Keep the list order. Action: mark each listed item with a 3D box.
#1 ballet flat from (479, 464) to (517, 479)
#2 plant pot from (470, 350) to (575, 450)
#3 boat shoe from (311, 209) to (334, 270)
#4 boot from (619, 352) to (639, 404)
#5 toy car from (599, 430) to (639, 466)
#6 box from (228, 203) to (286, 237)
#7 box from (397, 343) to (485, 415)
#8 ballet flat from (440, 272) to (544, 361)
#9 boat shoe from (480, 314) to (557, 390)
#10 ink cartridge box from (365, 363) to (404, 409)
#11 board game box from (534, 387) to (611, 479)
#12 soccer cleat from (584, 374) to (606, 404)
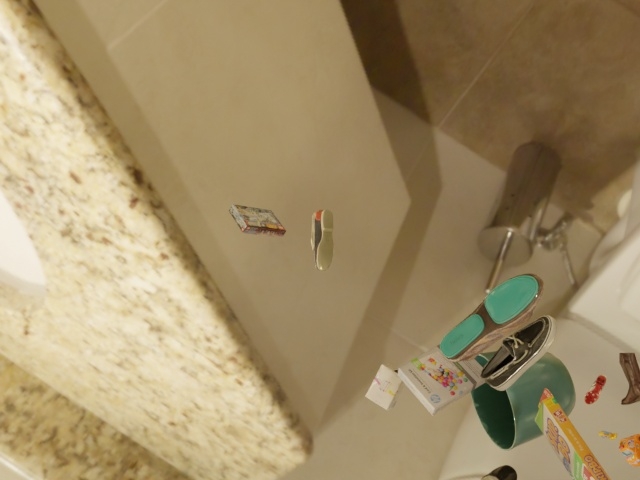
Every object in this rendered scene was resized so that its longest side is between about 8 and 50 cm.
[{"bbox_3d":[0.480,0.786,1.933,0.096,0.280,0.095,35,-172,-46],"label":"ballet flat"},{"bbox_3d":[0.621,0.459,1.952,0.235,0.293,0.293,-13,140,-11],"label":"plant pot"},{"bbox_3d":[0.000,0.000,1.403,0.043,0.137,0.049,-7,167,43],"label":"boat shoe"},{"bbox_3d":[0.717,0.320,1.499,0.106,0.037,0.114,119,137,-61],"label":"boot"},{"bbox_3d":[0.566,0.393,1.221,0.040,0.060,0.122,16,164,-5],"label":"toy car"},{"bbox_3d":[-0.170,-0.052,1.736,0.027,0.137,0.094,-57,49,24],"label":"box"},{"bbox_3d":[0.315,0.346,1.653,0.145,0.186,0.038,48,151,37],"label":"box"},{"bbox_3d":[0.426,0.190,1.550,0.106,0.107,0.316,21,129,-37],"label":"ballet flat"},{"bbox_3d":[0.467,0.259,1.515,0.070,0.219,0.078,34,-172,-25],"label":"boat shoe"},{"bbox_3d":[0.231,0.484,2.168,0.090,0.143,0.092,28,-179,21],"label":"ink cartridge box"},{"bbox_3d":[0.541,0.452,1.379,0.039,0.259,0.124,-20,144,-6],"label":"board game box"},{"bbox_3d":[0.672,0.363,1.564,0.029,0.036,0.083,31,108,32],"label":"soccer cleat"}]
